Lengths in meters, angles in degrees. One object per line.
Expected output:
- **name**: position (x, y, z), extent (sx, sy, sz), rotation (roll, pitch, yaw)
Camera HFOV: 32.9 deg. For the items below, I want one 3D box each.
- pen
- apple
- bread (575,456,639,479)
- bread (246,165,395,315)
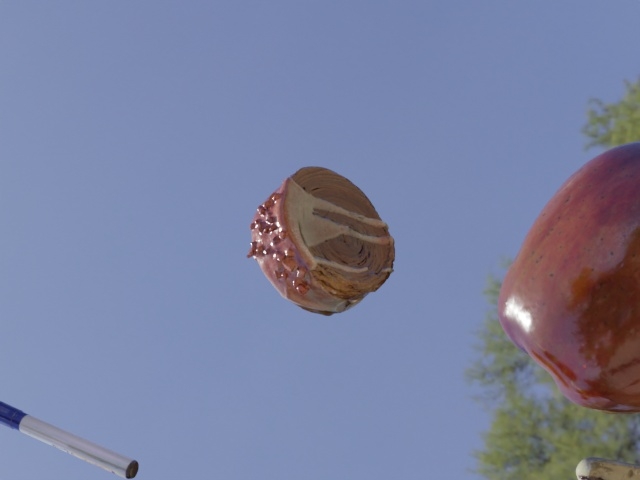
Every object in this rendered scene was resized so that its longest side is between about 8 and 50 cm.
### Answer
- **pen**: position (-0.385, 0.298, 1.623), extent (0.033, 0.269, 0.033), rotation (-45, -36, -47)
- **apple**: position (0.417, 0.045, 1.412), extent (0.295, 0.329, 0.365), rotation (44, -82, -7)
- **bread**: position (0.491, 0.379, 1.644), extent (0.053, 0.214, 0.073), rotation (-79, 6, -53)
- **bread**: position (0.000, 0.000, 1.169), extent (0.160, 0.073, 0.160), rotation (22, -129, -30)
